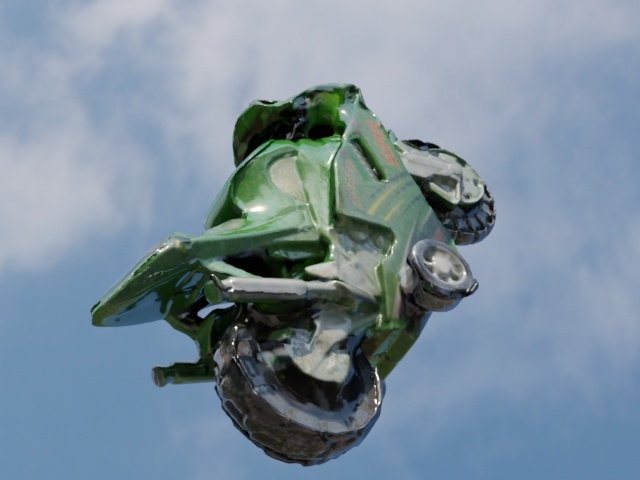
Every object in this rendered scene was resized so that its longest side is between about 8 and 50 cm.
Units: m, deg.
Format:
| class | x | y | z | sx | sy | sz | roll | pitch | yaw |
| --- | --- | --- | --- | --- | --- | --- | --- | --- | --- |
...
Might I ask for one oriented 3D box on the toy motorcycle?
| class | x | y | z | sx | sy | sz | roll | pitch | yaw |
| --- | --- | --- | --- | --- | --- | --- | --- | --- | --- |
| toy motorcycle | 0.000 | 0.000 | 0.585 | 0.106 | 0.190 | 0.074 | 36 | -52 | 1 |
